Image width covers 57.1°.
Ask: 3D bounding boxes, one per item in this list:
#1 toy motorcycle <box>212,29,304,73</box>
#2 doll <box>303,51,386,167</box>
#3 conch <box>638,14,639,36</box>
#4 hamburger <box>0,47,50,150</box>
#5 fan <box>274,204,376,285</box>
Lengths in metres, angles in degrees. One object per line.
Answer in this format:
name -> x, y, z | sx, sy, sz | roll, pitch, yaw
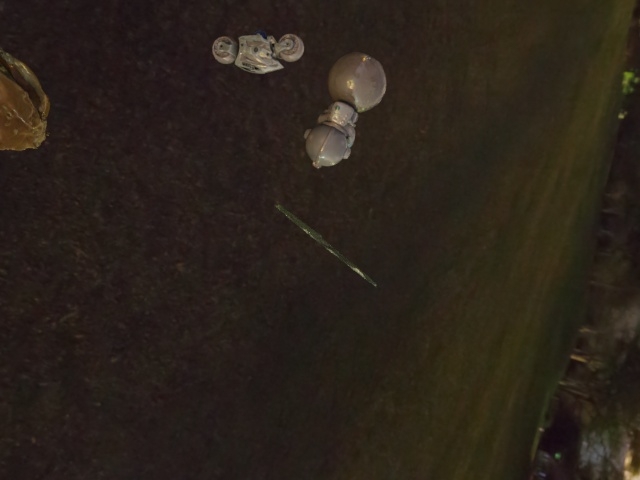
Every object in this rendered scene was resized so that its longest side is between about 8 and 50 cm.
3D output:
toy motorcycle -> -0.170, -0.504, 1.591 | 0.112, 0.254, 0.112 | 0, 90, -80
doll -> 0.052, -0.305, 1.419 | 0.287, 0.151, 0.151 | -64, 153, -2
conch -> 0.687, -0.459, 1.033 | 0.297, 0.210, 0.352 | 3, 82, -76
hamburger -> -0.694, -0.304, 1.115 | 0.162, 0.330, 0.209 | -120, -140, -63
fan -> 0.000, 0.000, 0.932 | 0.009, 0.240, 0.131 | -52, 148, 3
